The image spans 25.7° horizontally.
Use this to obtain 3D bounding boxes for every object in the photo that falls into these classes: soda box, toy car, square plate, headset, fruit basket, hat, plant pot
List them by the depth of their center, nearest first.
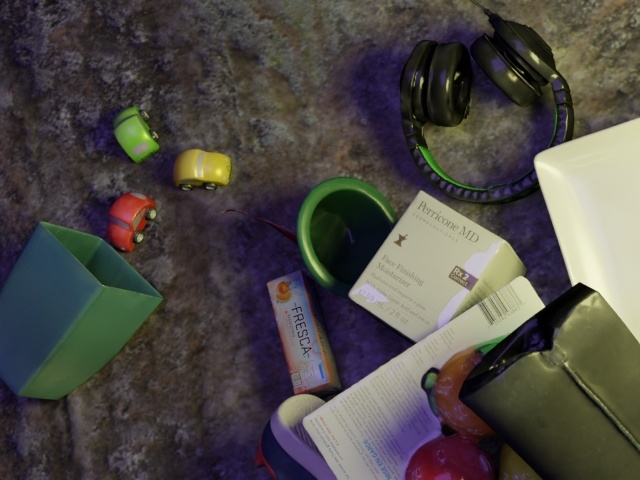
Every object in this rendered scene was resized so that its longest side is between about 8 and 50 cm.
[{"bbox_3d":[0.481,-0.005,1.804,0.347,0.049,0.344,-20,80,27],"label":"square plate"},{"bbox_3d":[0.208,0.274,1.839,0.353,0.165,0.327,-34,87,4],"label":"fruit basket"},{"bbox_3d":[-0.023,0.141,2.062,0.058,0.063,0.183,-20,67,14],"label":"soda box"},{"bbox_3d":[0.237,-0.246,2.071,0.243,0.185,0.394,-15,83,20],"label":"headset"},{"bbox_3d":[0.000,0.000,2.116,0.173,0.183,0.208,-27,93,-29],"label":"hat"},{"bbox_3d":[-0.402,0.121,2.166,0.166,0.165,0.234,42,101,27],"label":"plant pot"},{"bbox_3d":[-0.281,-0.128,2.256,0.239,0.053,0.225,-34,64,8],"label":"toy car"}]

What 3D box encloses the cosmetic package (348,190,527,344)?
[{"bbox_3d":[0.166,0.059,1.964,0.151,0.151,0.184,32,87,26],"label":"cosmetic package"}]

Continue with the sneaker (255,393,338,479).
[{"bbox_3d":[0.050,0.374,1.939,0.350,0.131,0.148,46,131,12],"label":"sneaker"}]

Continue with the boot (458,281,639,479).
[{"bbox_3d":[0.321,0.324,1.669,0.367,0.146,0.445,-44,106,-15],"label":"boot"}]

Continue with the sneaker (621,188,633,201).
[{"bbox_3d":[0.502,-0.039,1.902,0.121,0.111,0.300,-41,71,-3],"label":"sneaker"}]
